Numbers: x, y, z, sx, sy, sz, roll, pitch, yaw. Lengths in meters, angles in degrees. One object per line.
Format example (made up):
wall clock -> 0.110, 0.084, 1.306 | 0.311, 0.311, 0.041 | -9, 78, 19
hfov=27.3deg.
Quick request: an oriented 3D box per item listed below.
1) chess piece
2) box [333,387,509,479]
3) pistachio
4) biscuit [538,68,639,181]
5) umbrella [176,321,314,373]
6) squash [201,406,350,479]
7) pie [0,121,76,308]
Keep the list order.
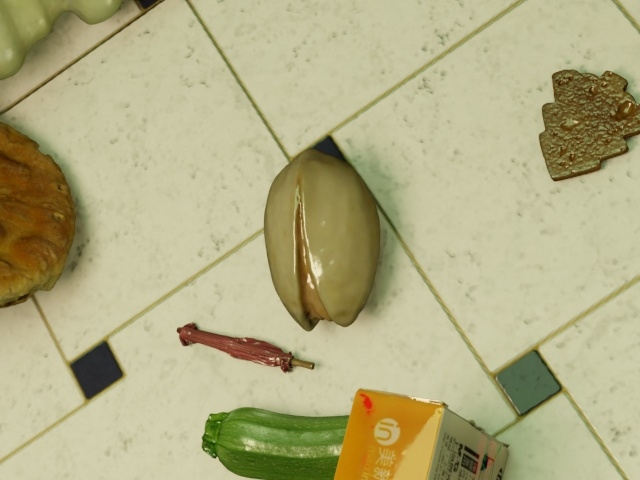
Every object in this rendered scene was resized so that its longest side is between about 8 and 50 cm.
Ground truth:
chess piece -> -0.303, -0.303, 1.498 | 0.330, 0.182, 0.182 | -27, 65, -11
box -> 0.075, 0.284, 1.166 | 0.091, 0.221, 0.274 | 9, 73, 26
pistachio -> 0.000, 0.000, 1.339 | 0.124, 0.124, 0.185 | -10, 72, 15
biscuit -> 0.270, -0.115, 1.346 | 0.119, 0.019, 0.130 | 33, 84, 24
umbrella -> -0.080, 0.114, 1.380 | 0.165, 0.025, 0.027 | 14, 96, 24
squash -> -0.018, 0.204, 1.301 | 0.219, 0.068, 0.077 | 2, 117, 22
pie -> -0.421, -0.037, 1.411 | 0.339, 0.339, 0.083 | 48, 131, 25
